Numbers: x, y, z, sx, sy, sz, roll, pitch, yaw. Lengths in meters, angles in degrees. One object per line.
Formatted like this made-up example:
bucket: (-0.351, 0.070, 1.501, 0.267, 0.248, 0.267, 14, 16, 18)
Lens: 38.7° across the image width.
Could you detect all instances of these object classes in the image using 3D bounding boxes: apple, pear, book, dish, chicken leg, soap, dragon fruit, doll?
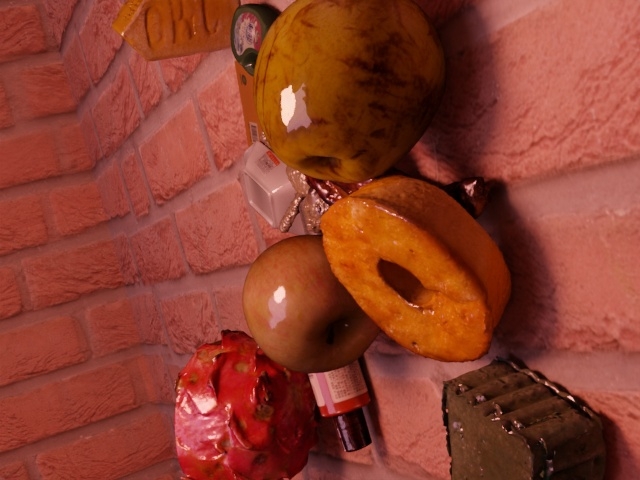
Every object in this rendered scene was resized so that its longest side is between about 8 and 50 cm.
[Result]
apple: (-0.013, 0.101, 1.612, 0.234, 0.257, 0.257, -125, 29, -49)
pear: (0.041, -0.216, 1.271, 0.283, 0.283, 0.283, 44, 142, 49)
book: (-0.096, -0.257, 1.852, 0.295, 0.020, 0.208, 26, 128, 59)
dish: (-0.113, -0.108, 1.903, 0.234, 0.064, 0.154, 44, 150, 47)
chicken leg: (0.115, -0.079, 1.401, 0.407, 0.096, 0.158, 20, 149, 48)
soap: (-0.295, -0.458, 1.865, 0.080, 0.257, 0.160, 37, 137, 53)
dragon fruit: (-0.137, 0.391, 1.996, 0.249, 0.386, 0.371, -8, 127, 31)
doll: (-0.020, -0.135, 1.655, 0.203, 0.091, 0.286, -24, 53, 25)

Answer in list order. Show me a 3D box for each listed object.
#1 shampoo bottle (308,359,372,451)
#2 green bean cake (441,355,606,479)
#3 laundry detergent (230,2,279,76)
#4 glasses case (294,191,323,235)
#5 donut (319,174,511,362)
shampoo bottle: (0.033, 0.277, 1.795, 0.104, 0.104, 0.278, -26, 80, 66)
green bean cake: (0.280, 0.318, 1.259, 0.241, 0.132, 0.255, 23, 127, 61)
laundry detergent: (-0.103, -0.371, 1.739, 0.211, 0.063, 0.137, 40, 126, 50)
glasses case: (0.000, 0.000, 1.771, 0.071, 0.047, 0.205, -9, 97, 67)
donut: (0.143, 0.034, 1.302, 0.303, 0.110, 0.303, 34, 151, 22)
